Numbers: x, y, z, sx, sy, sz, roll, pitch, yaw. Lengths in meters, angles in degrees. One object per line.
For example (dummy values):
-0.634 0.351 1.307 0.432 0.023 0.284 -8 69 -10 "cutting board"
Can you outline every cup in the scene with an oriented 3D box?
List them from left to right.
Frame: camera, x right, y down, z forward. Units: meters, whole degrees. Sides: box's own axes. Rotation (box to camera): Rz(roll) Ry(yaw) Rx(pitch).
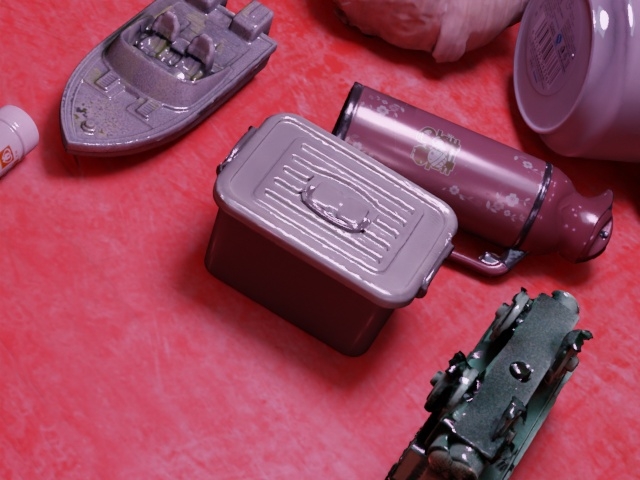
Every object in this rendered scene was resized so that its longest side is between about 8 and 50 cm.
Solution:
0.425 -0.244 1.876 0.327 0.322 0.237 6 14 -20 "cup"

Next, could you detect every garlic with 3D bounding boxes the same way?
0.141 -0.377 1.948 0.322 0.241 0.322 18 60 -34 "garlic"

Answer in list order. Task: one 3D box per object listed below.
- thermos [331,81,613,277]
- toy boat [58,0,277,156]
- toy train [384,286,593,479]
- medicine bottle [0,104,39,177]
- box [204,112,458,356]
0.166 -0.054 1.748 0.330 0.109 0.136 22 47 -3 "thermos"
-0.177 -0.182 1.730 0.141 0.092 0.319 34 48 10 "toy boat"
0.167 0.151 1.545 0.115 0.154 0.269 34 48 6 "toy train"
-0.335 -0.093 1.615 0.057 0.057 0.089 34 47 8 "medicine bottle"
0.000 0.000 1.620 0.243 0.135 0.163 31 48 4 "box"
